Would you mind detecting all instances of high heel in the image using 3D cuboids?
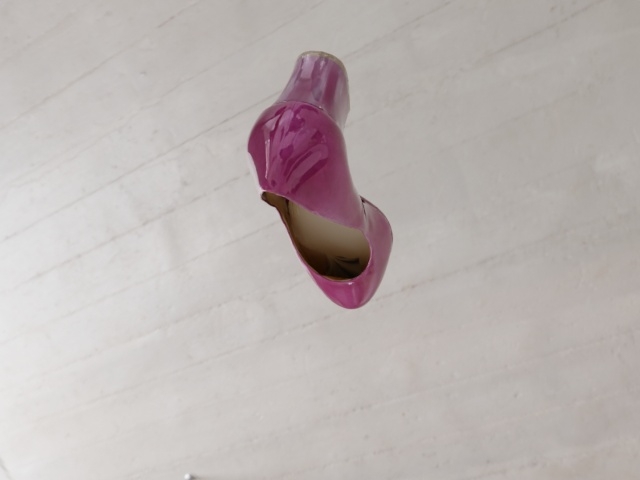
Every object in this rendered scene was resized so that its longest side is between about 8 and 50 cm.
[{"bbox_3d":[0.000,0.000,0.596,0.082,0.117,0.244,10,142,11],"label":"high heel"}]
